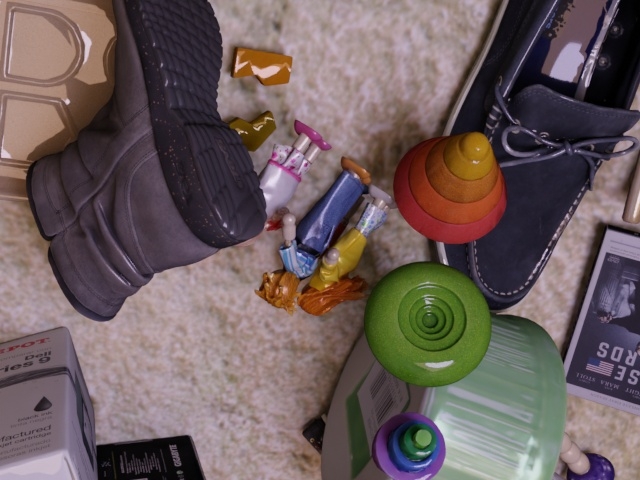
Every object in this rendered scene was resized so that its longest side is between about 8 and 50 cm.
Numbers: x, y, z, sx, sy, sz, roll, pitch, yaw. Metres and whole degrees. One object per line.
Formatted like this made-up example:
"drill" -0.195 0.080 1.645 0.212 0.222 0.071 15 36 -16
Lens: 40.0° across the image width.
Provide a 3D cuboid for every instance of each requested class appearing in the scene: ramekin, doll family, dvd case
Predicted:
"ramekin" 0.122 0.205 0.994 0.148 0.303 0.303 23 101 -16
"doll family" 0.000 0.000 0.911 0.163 0.118 0.263 -55 156 0
"dvd case" 0.424 0.114 1.137 0.179 0.029 0.238 16 111 14

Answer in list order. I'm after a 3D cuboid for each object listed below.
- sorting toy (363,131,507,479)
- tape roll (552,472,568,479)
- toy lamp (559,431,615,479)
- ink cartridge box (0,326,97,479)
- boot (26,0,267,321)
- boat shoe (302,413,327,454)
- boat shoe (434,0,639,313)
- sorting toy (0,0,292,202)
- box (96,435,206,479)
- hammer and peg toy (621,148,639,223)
"sorting toy" 0.115 0.041 0.826 0.127 0.126 0.365 13 70 0
"tape roll" 0.228 0.416 1.106 0.100 0.286 0.286 34 97 -25
"toy lamp" 0.300 0.243 1.178 0.080 0.080 0.274 -44 117 1
"ink cartridge box" -0.335 0.213 0.860 0.211 0.289 0.121 -15 110 -12
"boot" -0.197 -0.111 0.824 0.223 0.338 0.118 -25 159 29
"boat shoe" 0.024 0.283 1.123 0.042 0.049 0.133 -35 108 -7
"boat shoe" 0.256 -0.139 0.988 0.187 0.156 0.500 10 107 -21
"sorting toy" -0.192 -0.143 0.917 0.307 0.041 0.229 6 102 -19
"box" -0.236 0.313 0.905 0.257 0.322 0.079 -5 104 -16
"hammer and peg toy" 0.494 -0.123 1.080 0.361 0.127 0.266 19 104 -22
